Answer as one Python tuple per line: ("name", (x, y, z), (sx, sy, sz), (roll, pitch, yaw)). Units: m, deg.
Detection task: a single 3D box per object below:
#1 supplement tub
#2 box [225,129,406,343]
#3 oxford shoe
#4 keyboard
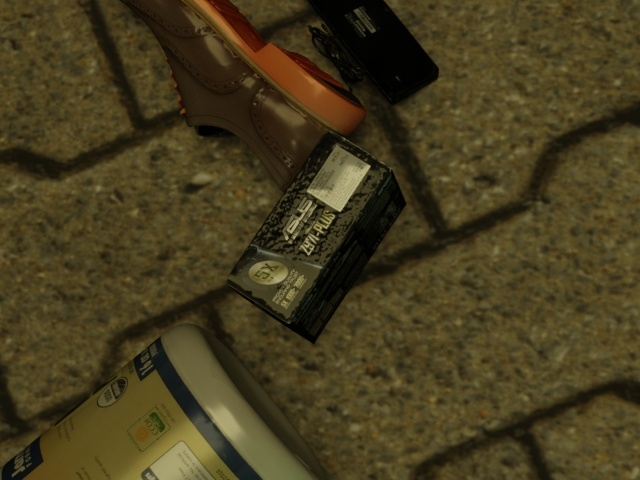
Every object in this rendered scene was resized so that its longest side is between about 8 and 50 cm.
("supplement tub", (-0.174, 0.254, 1.201), (0.316, 0.228, 0.228), (-39, 74, -1))
("box", (0.000, 0.000, 1.270), (0.077, 0.147, 0.180), (32, 86, 15))
("oxford shoe", (-0.126, -0.189, 1.348), (0.364, 0.130, 0.132), (40, 103, 23))
("keyboard", (0.035, -0.222, 1.380), (0.100, 0.038, 0.192), (-30, 72, -22))
